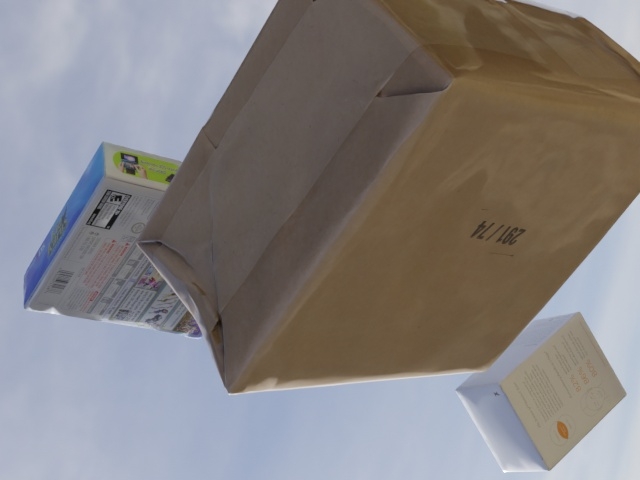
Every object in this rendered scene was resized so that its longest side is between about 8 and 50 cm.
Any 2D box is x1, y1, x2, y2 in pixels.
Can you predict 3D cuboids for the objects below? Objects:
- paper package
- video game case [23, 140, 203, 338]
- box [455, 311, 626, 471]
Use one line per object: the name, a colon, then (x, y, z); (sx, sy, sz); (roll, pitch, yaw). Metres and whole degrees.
paper package: (0.076, -0.040, 0.924); (0.325, 0.168, 0.309); (2, -49, -46)
video game case: (-0.203, 0.010, 1.444); (0.269, 0.244, 0.061); (-49, 38, 40)
box: (0.279, 0.191, 1.485); (0.170, 0.091, 0.130); (-34, -82, -31)
